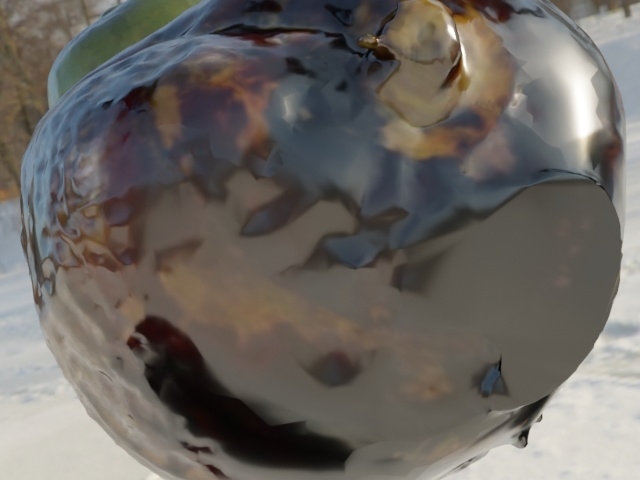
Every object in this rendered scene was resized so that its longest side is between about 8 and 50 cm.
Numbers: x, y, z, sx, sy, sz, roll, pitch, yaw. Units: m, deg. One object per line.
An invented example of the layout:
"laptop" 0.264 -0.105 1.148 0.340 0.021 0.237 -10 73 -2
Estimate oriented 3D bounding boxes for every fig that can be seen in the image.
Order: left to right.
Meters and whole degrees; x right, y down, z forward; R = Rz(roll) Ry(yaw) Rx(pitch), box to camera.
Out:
"fig" -0.137 -0.124 1.037 0.203 0.225 0.203 -38 -3 -3

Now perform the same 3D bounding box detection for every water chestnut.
"water chestnut" 0.000 0.000 0.648 0.335 0.335 0.347 -15 -12 -12
